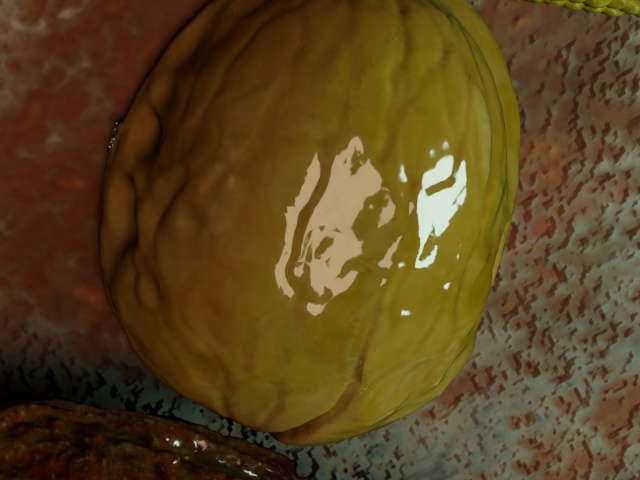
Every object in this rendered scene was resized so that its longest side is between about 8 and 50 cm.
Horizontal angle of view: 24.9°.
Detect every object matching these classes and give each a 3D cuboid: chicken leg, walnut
[{"bbox_3d":[-0.137,0.125,0.589,0.407,0.096,0.158,0,137,-10],"label":"chicken leg"},{"bbox_3d":[0.001,-0.001,0.550,0.167,0.087,0.211,6,115,-11],"label":"walnut"}]

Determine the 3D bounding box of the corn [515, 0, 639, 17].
[{"bbox_3d":[0.152,-0.119,0.513,0.293,0.106,0.106,2,117,-13],"label":"corn"}]
